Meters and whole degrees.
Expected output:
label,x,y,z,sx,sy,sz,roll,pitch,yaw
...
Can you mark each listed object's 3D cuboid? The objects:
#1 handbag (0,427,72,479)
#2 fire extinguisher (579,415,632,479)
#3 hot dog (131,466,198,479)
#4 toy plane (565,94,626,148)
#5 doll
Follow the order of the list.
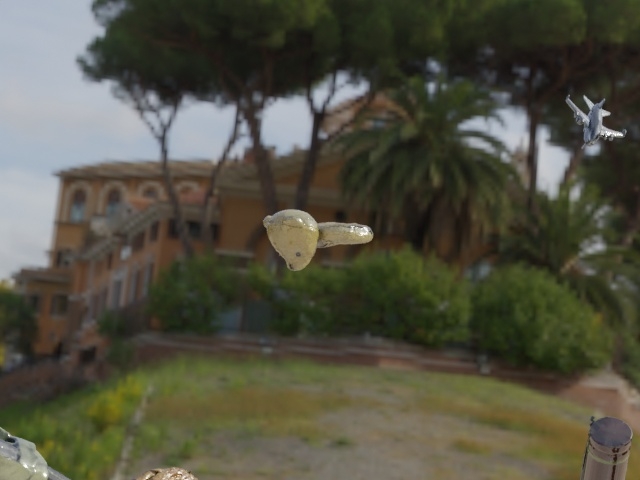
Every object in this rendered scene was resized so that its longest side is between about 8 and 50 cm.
label,x,y,z,sx,sy,sz,roll,pitch,yaw
handbag,-0.370,0.319,1.474,0.253,0.109,0.316,-36,-51,8
fire extinguisher,0.285,0.249,1.389,0.043,0.158,0.064,-22,42,-26
hot dog,-0.114,0.179,0.928,0.058,0.035,0.083,-37,-25,26
toy plane,0.301,-0.127,1.509,0.078,0.083,0.031,30,-45,-7
doll,-0.001,-0.009,1.145,0.093,0.051,0.061,-23,11,-37
